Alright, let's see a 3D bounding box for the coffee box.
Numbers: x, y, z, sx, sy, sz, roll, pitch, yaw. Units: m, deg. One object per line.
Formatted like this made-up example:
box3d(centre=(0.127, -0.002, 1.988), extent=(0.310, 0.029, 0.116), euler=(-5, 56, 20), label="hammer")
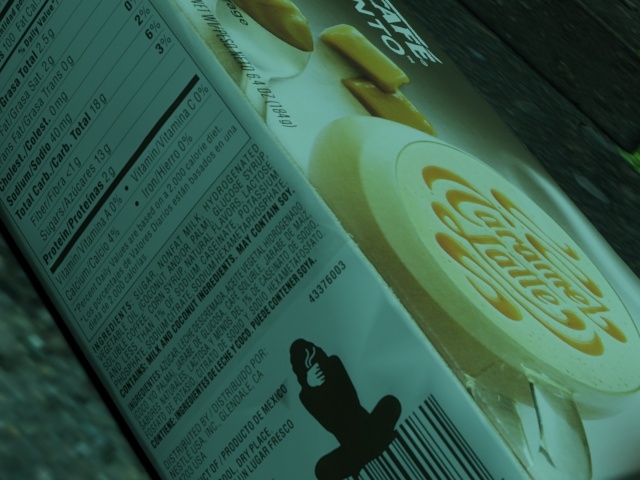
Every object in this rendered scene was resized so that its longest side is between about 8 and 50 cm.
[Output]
box3d(centre=(0.000, 0.000, 0.443), extent=(0.141, 0.098, 0.246), euler=(2, 45, -52), label="coffee box")
